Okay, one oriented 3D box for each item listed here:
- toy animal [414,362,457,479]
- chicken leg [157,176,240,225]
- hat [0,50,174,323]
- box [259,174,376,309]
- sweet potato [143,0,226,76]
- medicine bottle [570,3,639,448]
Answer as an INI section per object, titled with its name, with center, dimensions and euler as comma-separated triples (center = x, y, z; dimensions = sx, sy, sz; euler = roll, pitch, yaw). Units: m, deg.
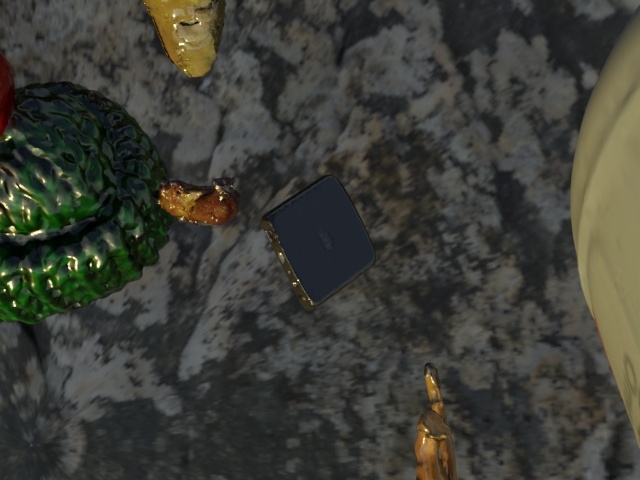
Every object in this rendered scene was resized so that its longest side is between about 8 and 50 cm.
[toy animal]
center = 0.091, 0.202, 0.824
dimensions = 0.114, 0.116, 0.255
euler = 13, 57, -21
[chicken leg]
center = -0.099, -0.036, 1.125
dimensions = 0.062, 0.145, 0.037
euler = 34, 72, -29
[hat]
center = -0.302, -0.070, 1.279
dimensions = 0.274, 0.332, 0.242
euler = -31, 60, -7
[box]
center = 0.000, 0.000, 1.514
dimensions = 0.125, 0.027, 0.126
euler = -35, 103, -35
[sweet potato]
center = -0.082, -0.257, 0.734
dimensions = 0.124, 0.098, 0.310
euler = 13, 83, -32
[medicine bottle]
center = 0.207, 0.060, 0.294
dimensions = 0.245, 0.245, 0.306
euler = 0, 48, -12
